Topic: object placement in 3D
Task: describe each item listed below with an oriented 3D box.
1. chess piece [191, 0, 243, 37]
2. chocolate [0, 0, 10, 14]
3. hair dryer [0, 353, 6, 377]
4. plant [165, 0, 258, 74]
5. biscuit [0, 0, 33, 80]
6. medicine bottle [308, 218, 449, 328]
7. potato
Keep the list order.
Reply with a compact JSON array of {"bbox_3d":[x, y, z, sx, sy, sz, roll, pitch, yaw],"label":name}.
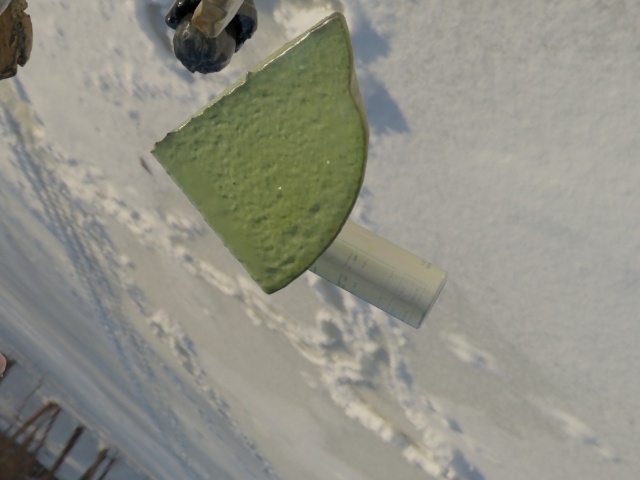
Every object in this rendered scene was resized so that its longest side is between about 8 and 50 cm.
[{"bbox_3d":[-0.074,-0.373,1.083,0.137,0.301,0.137,13,136,13],"label":"chess piece"},{"bbox_3d":[-0.373,-0.192,0.771,0.110,0.248,0.110,49,177,4],"label":"chocolate"},{"bbox_3d":[-0.560,0.099,1.297,0.210,0.125,0.352,-9,136,19],"label":"hair dryer"},{"bbox_3d":[-0.212,-0.451,1.715,0.164,0.256,0.142,18,158,-26],"label":"plant"},{"bbox_3d":[-0.469,-0.310,1.148,0.226,0.042,0.226,17,134,18],"label":"biscuit"},{"bbox_3d":[0.000,0.000,0.778,0.231,0.059,0.059,29,157,10],"label":"medicine bottle"},{"bbox_3d":[-0.010,-0.057,0.546,0.120,0.149,0.081,54,-159,-11],"label":"potato"}]
